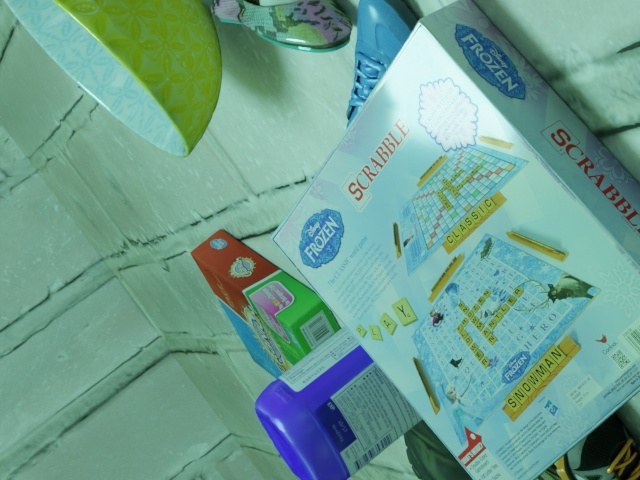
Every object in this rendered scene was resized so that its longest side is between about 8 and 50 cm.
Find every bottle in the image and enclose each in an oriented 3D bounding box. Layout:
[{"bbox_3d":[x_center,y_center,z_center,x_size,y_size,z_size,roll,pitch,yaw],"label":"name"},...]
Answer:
[{"bbox_3d":[0.075,0.110,1.502,0.092,0.283,0.118,37,160,48],"label":"bottle"}]

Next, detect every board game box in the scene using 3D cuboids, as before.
[{"bbox_3d":[0.134,0.021,1.311,0.318,0.066,0.318,50,141,11],"label":"board game box"},{"bbox_3d":[-0.051,0.137,2.392,0.316,0.064,0.242,32,155,54],"label":"board game box"}]

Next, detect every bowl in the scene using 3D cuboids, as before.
[{"bbox_3d":[-0.199,-0.243,1.739,0.289,0.156,0.289,40,168,10],"label":"bowl"}]

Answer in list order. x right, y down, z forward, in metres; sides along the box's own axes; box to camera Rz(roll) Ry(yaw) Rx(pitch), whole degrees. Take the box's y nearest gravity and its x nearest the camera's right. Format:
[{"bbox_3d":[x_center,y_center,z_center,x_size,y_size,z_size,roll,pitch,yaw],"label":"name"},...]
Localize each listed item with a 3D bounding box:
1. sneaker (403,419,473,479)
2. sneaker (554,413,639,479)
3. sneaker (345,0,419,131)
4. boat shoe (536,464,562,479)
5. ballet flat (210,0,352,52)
[{"bbox_3d":[0.137,0.201,1.902,0.286,0.109,0.130,48,159,10],"label":"sneaker"},{"bbox_3d":[0.295,0.233,1.549,0.083,0.084,0.215,13,143,48],"label":"sneaker"},{"bbox_3d":[0.057,-0.130,1.403,0.069,0.082,0.209,44,162,38],"label":"sneaker"},{"bbox_3d":[0.194,0.155,1.598,0.257,0.095,0.095,42,166,-16],"label":"boat shoe"},{"bbox_3d":[-0.046,-0.232,1.515,0.221,0.077,0.079,30,134,57],"label":"ballet flat"}]
